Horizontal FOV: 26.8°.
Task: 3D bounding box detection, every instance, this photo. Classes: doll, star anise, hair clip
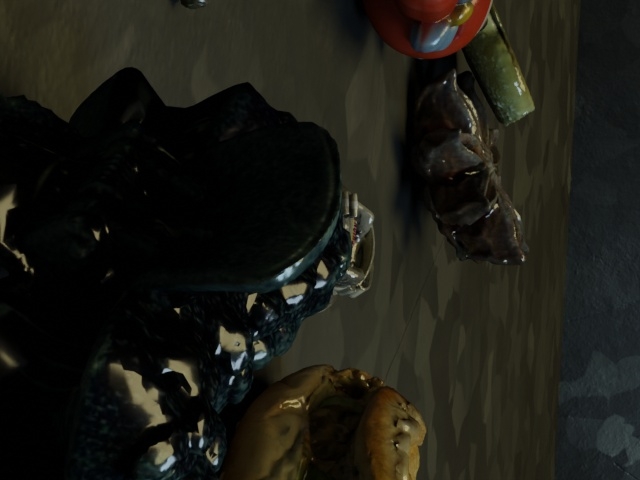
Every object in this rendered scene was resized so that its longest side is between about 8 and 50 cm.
[{"bbox_3d":[0.101,-0.246,1.242,0.290,0.130,0.161,-17,116,-87],"label":"doll"},{"bbox_3d":[0.156,-0.069,1.507,0.236,0.109,0.223,55,19,-42],"label":"star anise"},{"bbox_3d":[-0.083,0.040,0.610,0.310,0.194,0.206,-70,163,-47],"label":"hair clip"}]

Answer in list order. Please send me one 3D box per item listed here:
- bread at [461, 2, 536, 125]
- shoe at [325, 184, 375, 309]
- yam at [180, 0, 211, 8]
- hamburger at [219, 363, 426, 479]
[{"bbox_3d":[0.191,-0.234,1.575,0.286,0.056,0.207,-27,93,-83],"label":"bread"},{"bbox_3d":[0.000,0.000,1.019,0.180,0.092,0.089,62,34,-60],"label":"shoe"},{"bbox_3d":[-0.091,-0.243,0.781,0.029,0.027,0.234,-105,-176,-54],"label":"yam"},{"bbox_3d":[-0.003,0.223,0.975,0.286,0.146,0.243,-76,168,-50],"label":"hamburger"}]
